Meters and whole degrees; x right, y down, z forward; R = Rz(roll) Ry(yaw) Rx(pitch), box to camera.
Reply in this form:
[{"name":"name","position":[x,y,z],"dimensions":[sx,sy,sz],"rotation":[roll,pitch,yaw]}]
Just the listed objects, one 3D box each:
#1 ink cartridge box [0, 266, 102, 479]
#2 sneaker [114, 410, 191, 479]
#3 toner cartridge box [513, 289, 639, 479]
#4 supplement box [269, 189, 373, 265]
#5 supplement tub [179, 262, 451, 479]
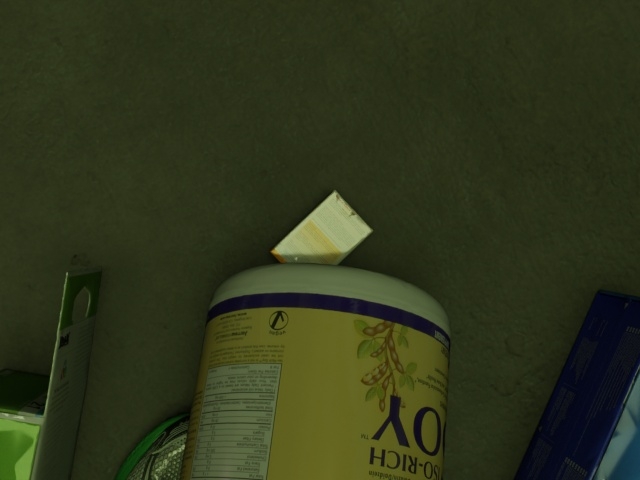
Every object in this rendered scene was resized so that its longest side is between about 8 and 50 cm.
[{"name":"ink cartridge box","position":[-0.291,0.146,0.826],"dimensions":[0.097,0.189,0.255],"rotation":[9,89,-4]},{"name":"sneaker","position":[-0.181,0.335,0.855],"dimensions":[0.134,0.146,0.343],"rotation":[29,81,-6]},{"name":"toner cartridge box","position":[0.288,0.229,0.895],"dimensions":[0.075,0.165,0.347],"rotation":[24,89,-7]},{"name":"supplement box","position":[0.000,0.000,0.925],"dimensions":[0.098,0.036,0.062],"rotation":[-43,94,-3]},{"name":"supplement tub","position":[-0.007,0.210,0.782],"dimensions":[0.241,0.241,0.331],"rotation":[9,68,-6]}]
